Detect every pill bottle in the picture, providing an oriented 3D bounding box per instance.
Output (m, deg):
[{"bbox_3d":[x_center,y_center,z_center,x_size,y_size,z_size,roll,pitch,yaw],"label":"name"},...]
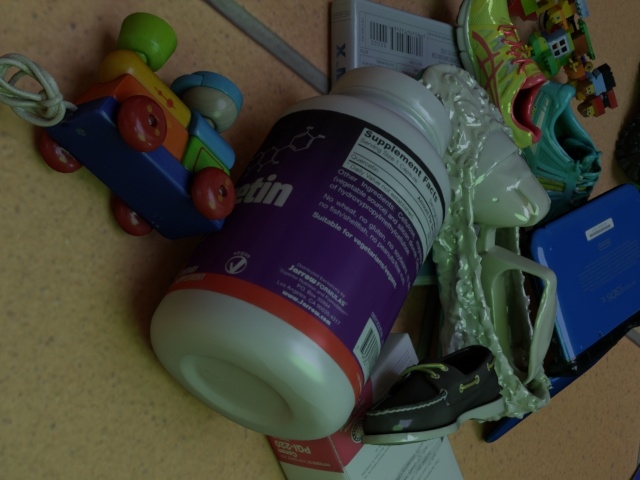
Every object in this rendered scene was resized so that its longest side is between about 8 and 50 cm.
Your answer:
[{"bbox_3d":[0.000,0.000,0.907,0.181,0.181,0.323,54,51,-35],"label":"pill bottle"}]

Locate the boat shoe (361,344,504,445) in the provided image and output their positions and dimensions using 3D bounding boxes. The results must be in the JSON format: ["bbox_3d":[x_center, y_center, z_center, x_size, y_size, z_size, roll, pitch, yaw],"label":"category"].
[{"bbox_3d":[0.105,0.145,0.976,0.228,0.081,0.068,-4,88,-58],"label":"boat shoe"}]

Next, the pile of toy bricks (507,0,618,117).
[{"bbox_3d":[0.304,-0.238,1.348,0.212,0.105,0.118,58,6,-40],"label":"pile of toy bricks"}]

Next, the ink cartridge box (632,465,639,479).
[{"bbox_3d":[0.491,0.556,1.587,0.307,0.072,0.303,-33,115,-43],"label":"ink cartridge box"}]

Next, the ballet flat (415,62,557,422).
[{"bbox_3d":[0.193,0.007,1.120,0.147,0.147,0.409,-25,113,-48],"label":"ballet flat"}]

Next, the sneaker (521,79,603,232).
[{"bbox_3d":[0.313,-0.082,1.340,0.107,0.110,0.275,-48,125,-39],"label":"sneaker"}]

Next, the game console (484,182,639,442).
[{"bbox_3d":[0.310,0.089,1.322,0.293,0.173,0.250,-22,95,-47],"label":"game console"}]

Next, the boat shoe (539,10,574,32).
[{"bbox_3d":[0.341,-0.342,1.429,0.049,0.042,0.133,42,58,-40],"label":"boat shoe"}]

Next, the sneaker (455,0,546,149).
[{"bbox_3d":[0.215,-0.198,1.179,0.081,0.094,0.208,-13,99,-49],"label":"sneaker"}]

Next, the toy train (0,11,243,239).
[{"bbox_3d":[-0.154,-0.122,0.794,0.248,0.105,0.143,46,46,-39],"label":"toy train"}]

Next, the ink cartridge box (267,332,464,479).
[{"bbox_3d":[0.052,0.223,1.040,0.158,0.092,0.218,-44,121,-41],"label":"ink cartridge box"}]

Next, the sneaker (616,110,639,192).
[{"bbox_3d":[0.577,-0.206,1.665,0.343,0.134,0.146,-60,139,-19],"label":"sneaker"}]

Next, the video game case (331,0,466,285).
[{"bbox_3d":[0.124,-0.099,1.172,0.329,0.036,0.300,0,90,-51],"label":"video game case"}]
